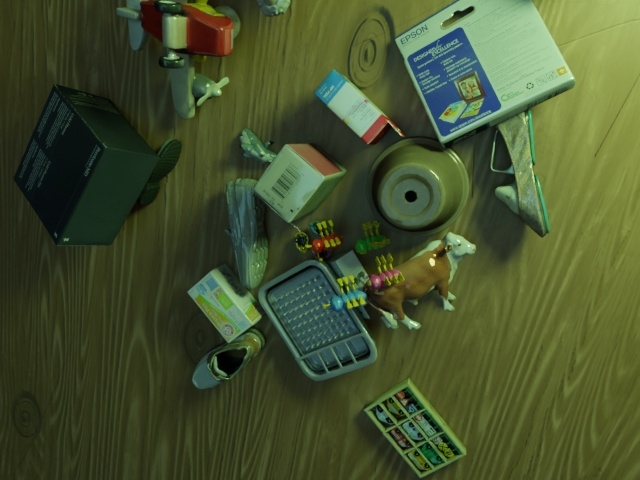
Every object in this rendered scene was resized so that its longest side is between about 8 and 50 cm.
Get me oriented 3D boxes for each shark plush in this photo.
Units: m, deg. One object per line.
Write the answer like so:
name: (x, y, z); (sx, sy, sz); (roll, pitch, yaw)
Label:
shark plush: (-0.158, -0.258, 1.279); (0.161, 0.073, 0.067); (23, 77, 15)

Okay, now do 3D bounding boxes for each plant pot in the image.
plant pot: (0.225, -0.122, 1.105); (0.263, 0.229, 0.263); (4, 103, 16)

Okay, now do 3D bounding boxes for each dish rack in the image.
dish rack: (-0.003, 0.224, 1.304); (0.285, 0.072, 0.333); (-31, 93, 37)

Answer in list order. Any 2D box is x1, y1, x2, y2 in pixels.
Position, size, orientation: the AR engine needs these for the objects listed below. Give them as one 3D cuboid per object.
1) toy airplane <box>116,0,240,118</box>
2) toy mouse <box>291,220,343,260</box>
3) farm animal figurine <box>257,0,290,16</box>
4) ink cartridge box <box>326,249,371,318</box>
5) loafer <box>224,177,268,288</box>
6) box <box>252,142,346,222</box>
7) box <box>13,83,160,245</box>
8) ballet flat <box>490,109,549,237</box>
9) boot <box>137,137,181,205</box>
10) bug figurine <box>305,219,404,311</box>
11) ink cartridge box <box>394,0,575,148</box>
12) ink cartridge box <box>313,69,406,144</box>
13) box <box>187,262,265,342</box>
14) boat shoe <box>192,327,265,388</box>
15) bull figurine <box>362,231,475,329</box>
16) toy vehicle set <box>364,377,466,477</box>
toy airplane: (-0.346, -0.564, 1.181); (0.386, 0.272, 0.384); (-28, 82, 56)
toy mouse: (0.000, 0.000, 1.300); (0.143, 0.031, 0.161); (-15, 98, 19)
farm animal figurine: (-0.040, -0.700, 1.075); (0.330, 0.172, 0.327); (-41, 48, 20)
ink cartridge box: (0.095, 0.122, 1.257); (0.061, 0.104, 0.181); (-32, 93, -17)
loafer: (-0.221, -0.019, 1.325); (0.111, 0.112, 0.319); (1, 95, 21)
box: (-0.046, -0.156, 1.171); (0.127, 0.232, 0.148); (41, 110, 4)
box: (-0.690, -0.209, 1.332); (0.312, 0.179, 0.343); (46, 112, 23)
ballet flat: (0.472, -0.157, 1.098); (0.106, 0.107, 0.316); (-9, 89, 22)
boot: (-0.541, -0.241, 1.381); (0.161, 0.083, 0.246); (41, 108, 10)
bug figurine: (0.086, 0.062, 1.135); (0.216, 0.279, 0.072); (-13, 138, -6)
ink cartridge box: (0.369, -0.418, 1.065); (0.303, 0.072, 0.307); (-24, 73, 20)
ink cartridge box: (0.105, -0.315, 1.144); (0.231, 0.134, 0.078); (45, 109, 3)
box: (-0.284, 0.190, 1.387); (0.114, 0.103, 0.203); (-40, 89, 20)
boat shoe: (-0.310, 0.386, 1.439); (0.302, 0.103, 0.113); (-41, 89, 20)
bull figurine: (0.266, 0.109, 1.185); (0.310, 0.101, 0.188); (-25, 101, 0)
toy vehicle set: (0.278, 0.555, 1.343); (0.166, 0.035, 0.267); (-40, 89, 20)
